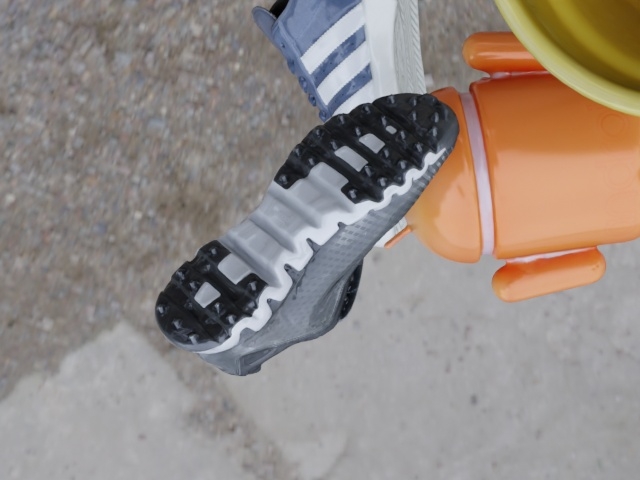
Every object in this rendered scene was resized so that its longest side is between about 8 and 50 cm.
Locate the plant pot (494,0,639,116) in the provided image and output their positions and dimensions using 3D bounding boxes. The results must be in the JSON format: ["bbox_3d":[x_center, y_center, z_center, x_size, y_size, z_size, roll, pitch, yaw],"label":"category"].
[{"bbox_3d":[0.245,-0.200,0.968,0.254,0.239,0.254,2,95,22],"label":"plant pot"}]

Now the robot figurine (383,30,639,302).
[{"bbox_3d":[0.146,-0.054,1.085,0.219,0.128,0.158,-9,136,1],"label":"robot figurine"}]

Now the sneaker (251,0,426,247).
[{"bbox_3d":[0.015,-0.166,1.491,0.148,0.131,0.350,1,104,16],"label":"sneaker"}]

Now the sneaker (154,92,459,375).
[{"bbox_3d":[0.000,0.000,1.022,0.234,0.078,0.106,-43,148,-9],"label":"sneaker"}]
